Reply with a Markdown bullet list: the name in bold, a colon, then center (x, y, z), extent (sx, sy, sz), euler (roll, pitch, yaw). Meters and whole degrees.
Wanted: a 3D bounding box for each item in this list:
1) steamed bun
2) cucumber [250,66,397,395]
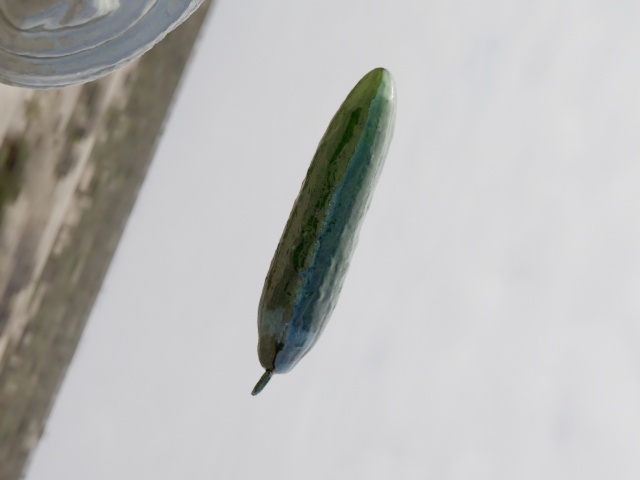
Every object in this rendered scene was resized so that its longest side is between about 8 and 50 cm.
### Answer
- **steamed bun**: center (-0.131, -0.154, 0.992), extent (0.183, 0.106, 0.183), euler (-32, -161, 13)
- **cucumber**: center (0.000, 0.000, 1.159), extent (0.056, 0.056, 0.250), euler (-99, -153, -74)
